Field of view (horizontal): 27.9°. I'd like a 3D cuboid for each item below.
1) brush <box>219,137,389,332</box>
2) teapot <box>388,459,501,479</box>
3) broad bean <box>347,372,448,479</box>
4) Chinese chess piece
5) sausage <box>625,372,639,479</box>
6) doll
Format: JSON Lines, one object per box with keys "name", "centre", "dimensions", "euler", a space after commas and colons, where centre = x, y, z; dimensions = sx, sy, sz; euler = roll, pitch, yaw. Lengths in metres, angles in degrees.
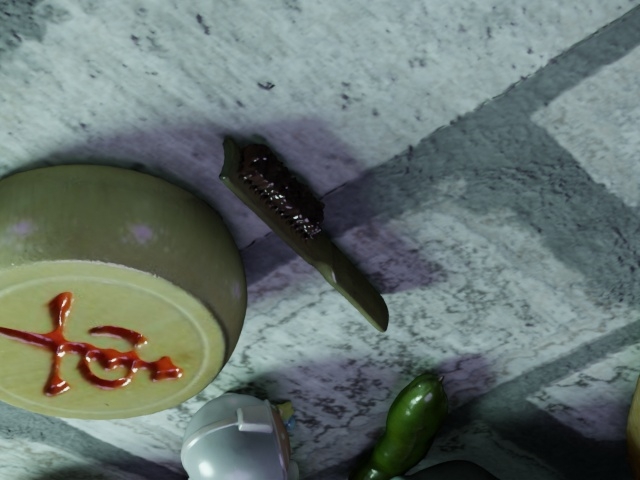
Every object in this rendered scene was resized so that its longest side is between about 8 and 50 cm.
{"name": "brush", "centre": [0.000, 0.000, 1.023], "dimensions": [0.036, 0.043, 0.248], "euler": [-16, 140, 26]}
{"name": "teapot", "centre": [0.201, 0.430, 1.267], "dimensions": [0.361, 0.305, 0.376], "euler": [17, 96, -7]}
{"name": "broad bean", "centre": [0.080, 0.200, 1.289], "dimensions": [0.065, 0.046, 0.254], "euler": [8, 142, -15]}
{"name": "Chinese chess piece", "centre": [-0.183, 0.048, 1.029], "dimensions": [0.250, 0.097, 0.251], "euler": [-2, 142, -1]}
{"name": "sausage", "centre": [0.376, 0.224, 1.275], "dimensions": [0.136, 0.123, 0.501], "euler": [-3, 143, 20]}
{"name": "doll", "centre": [-0.081, 0.250, 1.273], "dimensions": [0.151, 0.151, 0.287], "euler": [-1, 139, -3]}
